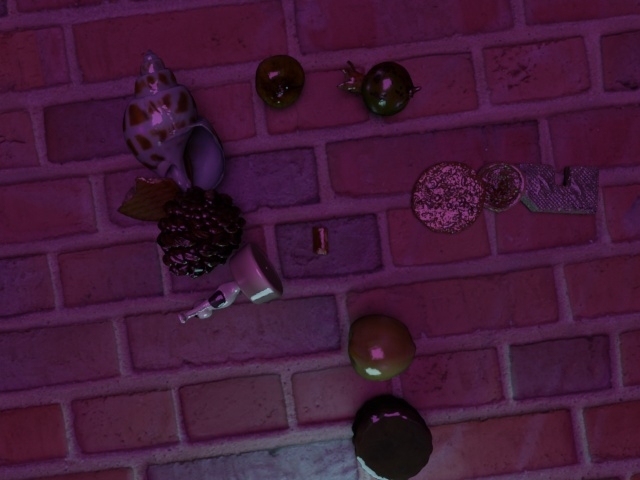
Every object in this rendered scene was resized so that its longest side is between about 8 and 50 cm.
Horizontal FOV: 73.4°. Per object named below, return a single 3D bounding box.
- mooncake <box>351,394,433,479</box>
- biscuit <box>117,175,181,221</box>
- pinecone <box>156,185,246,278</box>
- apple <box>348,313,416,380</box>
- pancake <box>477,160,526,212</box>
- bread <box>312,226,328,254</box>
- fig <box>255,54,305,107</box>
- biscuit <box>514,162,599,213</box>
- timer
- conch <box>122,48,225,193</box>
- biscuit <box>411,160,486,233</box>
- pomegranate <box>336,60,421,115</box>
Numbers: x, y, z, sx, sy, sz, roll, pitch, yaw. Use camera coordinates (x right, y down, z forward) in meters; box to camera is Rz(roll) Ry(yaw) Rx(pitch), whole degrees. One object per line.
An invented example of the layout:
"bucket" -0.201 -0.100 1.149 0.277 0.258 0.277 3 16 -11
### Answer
"mooncake" 0.202 0.570 1.248 0.229 0.124 0.227 0 97 -1
"biscuit" -0.486 -0.117 1.208 0.229 0.176 0.031 -3 51 15
"pinecone" -0.326 -0.017 1.158 0.224 0.224 0.272 28 117 -1
"apple" 0.164 0.299 1.209 0.200 0.200 0.199 0 92 0
"pancake" 0.523 -0.157 1.255 0.152 0.025 0.151 3 98 18
"bread" 0.000 0.000 1.272 0.047 0.036 0.083 -1 93 8
"fig" -0.114 -0.453 1.215 0.153 0.121 0.135 -45 130 -18
"biscuit" 0.693 -0.154 1.267 0.250 0.046 0.147 3 92 -1
"timer" -0.261 0.146 1.212 0.266 0.175 0.175 -32 92 5
"conch" -0.395 -0.299 1.155 0.250 0.197 0.367 -6 135 -7
"biscuit" 0.377 -0.126 1.265 0.220 0.033 0.219 0 91 6
"pomegranate" 0.161 -0.444 1.208 0.220 0.156 0.156 40 91 8
